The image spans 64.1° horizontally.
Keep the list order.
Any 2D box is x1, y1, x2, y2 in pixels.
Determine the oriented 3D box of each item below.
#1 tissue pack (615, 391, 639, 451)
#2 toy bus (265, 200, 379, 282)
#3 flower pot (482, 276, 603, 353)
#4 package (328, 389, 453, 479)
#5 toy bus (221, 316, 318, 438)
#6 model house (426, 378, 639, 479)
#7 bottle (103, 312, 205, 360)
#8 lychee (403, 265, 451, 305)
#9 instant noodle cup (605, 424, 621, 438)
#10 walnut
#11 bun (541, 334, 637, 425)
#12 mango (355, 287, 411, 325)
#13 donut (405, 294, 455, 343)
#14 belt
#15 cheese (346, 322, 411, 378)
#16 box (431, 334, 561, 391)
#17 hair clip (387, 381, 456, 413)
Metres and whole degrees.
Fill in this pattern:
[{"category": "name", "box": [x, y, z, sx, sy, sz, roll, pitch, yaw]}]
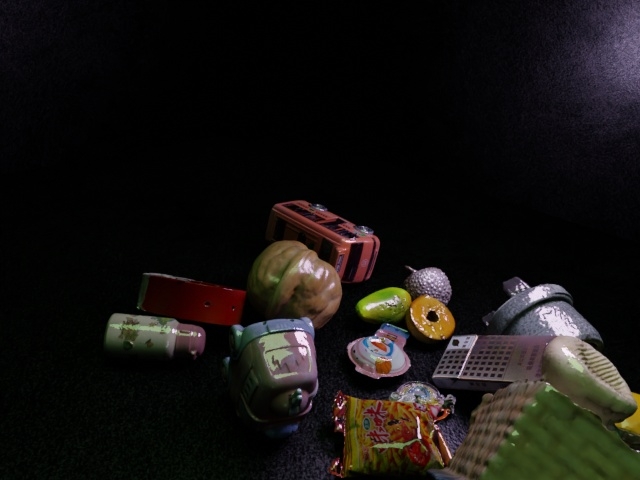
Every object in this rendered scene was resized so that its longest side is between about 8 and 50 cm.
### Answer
[{"category": "tissue pack", "box": [0.771, 0.472, 1.323, 0.271, 0.133, 0.192, 16, 25, 14]}, {"category": "toy bus", "box": [0.000, 0.000, 1.948, 0.427, 0.202, 0.233, 28, 23, 36]}, {"category": "flower pot", "box": [0.656, 0.282, 1.554, 0.300, 0.298, 0.282, -3, 40, -24]}, {"category": "package", "box": [0.166, 0.463, 1.184, 0.289, 0.108, 0.223, 3, 30, 4]}, {"category": "toy bus", "box": [-0.107, 0.329, 1.196, 0.198, 0.294, 0.231, -2, 45, -25]}, {"category": "model house", "box": [0.375, 0.529, 0.845, 0.445, 0.395, 0.400, 40, 74, 14]}, {"category": "bottle", "box": [-0.440, 0.264, 1.380, 0.254, 0.120, 0.120, 6, 25, -9]}, {"category": "lychee", "box": [0.372, 0.161, 1.806, 0.165, 0.165, 0.197, -13, 67, -39]}, {"category": "instant noodle cup", "box": [0.550, 0.479, 1.168, 0.252, 0.190, 0.251, 8, 25, -4]}, {"category": "walnut", "box": [-0.084, 0.148, 1.570, 0.297, 0.285, 0.285, 34, 29, 5]}, {"category": "bun", "box": [0.578, 0.321, 1.134, 0.231, 0.133, 0.231, 31, 23, -15]}, {"category": "mango", "box": [0.212, 0.224, 1.689, 0.233, 0.111, 0.125, -12, 26, -41]}, {"category": "donut", "box": [0.347, 0.262, 1.655, 0.179, 0.065, 0.162, -15, 61, -41]}, {"category": "belt", "box": [-0.383, 0.169, 1.495, 0.324, 0.115, 0.227, 9, -7, 3]}, {"category": "cheese", "box": [0.184, 0.324, 1.513, 0.189, 0.074, 0.286, 21, 27, 20]}, {"category": "box", "box": [0.481, 0.332, 1.390, 0.325, 0.047, 0.180, -10, 27, 43]}, {"category": "hair clip", "box": [0.274, 0.424, 1.374, 0.172, 0.049, 0.116, 9, 11, 19]}]
